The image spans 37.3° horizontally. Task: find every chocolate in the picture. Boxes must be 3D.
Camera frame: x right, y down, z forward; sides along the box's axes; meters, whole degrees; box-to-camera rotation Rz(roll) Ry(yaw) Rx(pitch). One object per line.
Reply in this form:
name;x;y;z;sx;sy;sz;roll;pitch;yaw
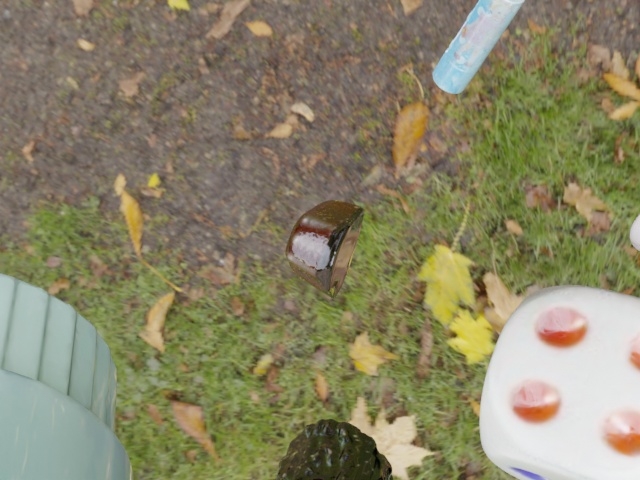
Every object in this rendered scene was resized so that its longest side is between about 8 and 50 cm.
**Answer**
chocolate;0.000;0.000;1.238;0.080;0.149;0.125;19;81;12

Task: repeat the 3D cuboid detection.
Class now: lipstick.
lipstick;0.189;-0.246;1.142;0.048;0.158;0.048;11;54;-16

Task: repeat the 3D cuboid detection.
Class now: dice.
dice;0.425;0.249;1.398;0.304;0.304;0.277;17;75;30

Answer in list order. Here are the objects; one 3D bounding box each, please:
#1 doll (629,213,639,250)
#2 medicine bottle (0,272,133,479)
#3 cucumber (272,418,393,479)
doll;0.320;-0.045;0.756;0.059;0.161;0.160;22;106;-19
medicine bottle;-0.142;0.164;0.298;0.158;0.158;0.318;-19;43;11
cucumber;-0.012;0.182;0.383;0.072;0.300;0.072;3;114;8
